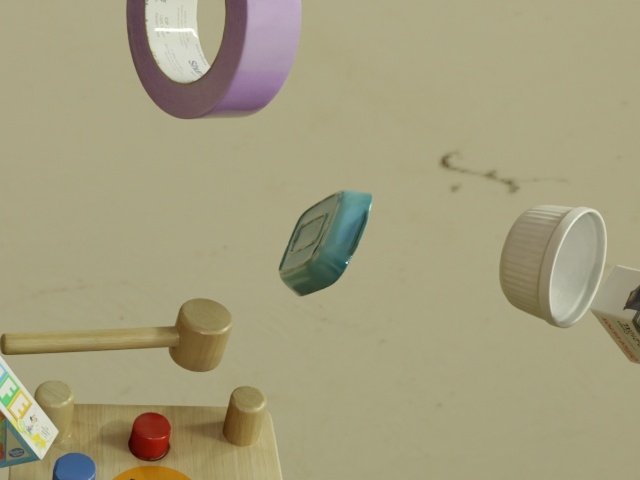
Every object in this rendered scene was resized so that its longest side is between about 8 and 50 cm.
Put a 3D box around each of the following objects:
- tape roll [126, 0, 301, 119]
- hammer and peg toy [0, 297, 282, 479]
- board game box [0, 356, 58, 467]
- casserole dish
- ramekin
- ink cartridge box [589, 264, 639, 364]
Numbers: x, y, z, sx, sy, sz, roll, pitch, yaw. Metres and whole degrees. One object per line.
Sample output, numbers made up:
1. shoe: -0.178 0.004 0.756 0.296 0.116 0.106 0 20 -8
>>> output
1. tape roll: -0.145 -0.297 1.499 0.275 0.090 0.274 8 -80 48
2. hammer and peg toy: -0.169 0.215 1.074 0.361 0.266 0.127 -106 -156 -50
3. board game box: -0.255 0.105 0.720 0.103 0.154 0.026 60 30 -26
4. casserole dish: 0.000 0.000 1.270 0.188 0.037 0.114 -24 -138 67
5. ramekin: 0.391 0.037 1.944 0.109 0.207 0.207 15 -67 36
6. ink cartridge box: 0.581 0.144 1.850 0.237 0.100 0.172 16 -25 52
